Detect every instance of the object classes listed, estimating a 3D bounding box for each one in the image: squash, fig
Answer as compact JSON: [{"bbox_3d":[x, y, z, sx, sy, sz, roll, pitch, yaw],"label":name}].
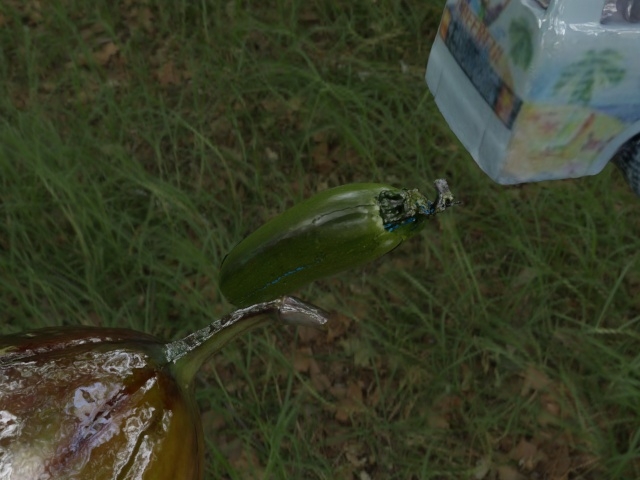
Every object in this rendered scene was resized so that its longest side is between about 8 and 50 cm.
[{"bbox_3d":[-0.001,0.000,0.793,0.087,0.331,0.087,16,64,-36],"label":"squash"},{"bbox_3d":[-0.119,0.095,0.352,0.148,0.149,0.202,21,94,45],"label":"fig"}]

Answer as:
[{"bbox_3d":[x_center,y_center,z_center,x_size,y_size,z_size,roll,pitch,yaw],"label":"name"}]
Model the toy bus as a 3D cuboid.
[{"bbox_3d":[0.225,-0.102,0.390,0.329,0.136,0.109,-4,41,-16],"label":"toy bus"}]
